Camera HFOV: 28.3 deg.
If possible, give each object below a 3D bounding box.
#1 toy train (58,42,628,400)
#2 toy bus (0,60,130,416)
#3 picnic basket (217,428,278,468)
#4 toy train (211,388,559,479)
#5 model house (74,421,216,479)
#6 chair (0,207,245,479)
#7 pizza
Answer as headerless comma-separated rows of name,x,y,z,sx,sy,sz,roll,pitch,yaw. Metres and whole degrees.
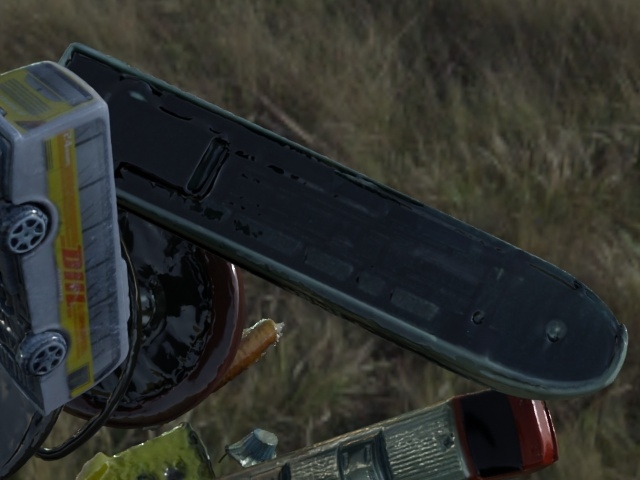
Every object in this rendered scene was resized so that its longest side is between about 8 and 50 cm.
toy train,0.000,0.000,0.822,0.407,0.088,0.086,26,76,11
toy bus,-0.143,0.001,0.652,0.075,0.190,0.064,-31,51,-30
picnic basket,-0.090,0.274,1.597,0.065,0.083,0.083,41,22,22
toy train,0.046,0.230,1.252,0.089,0.086,0.409,3,-22,-45
model house,-0.250,0.363,1.571,0.234,0.193,0.175,-20,71,-37
chair,-0.201,0.051,0.967,0.226,0.227,0.401,9,3,14
pizza,-0.129,0.123,1.338,0.185,0.052,0.195,-33,10,-8
